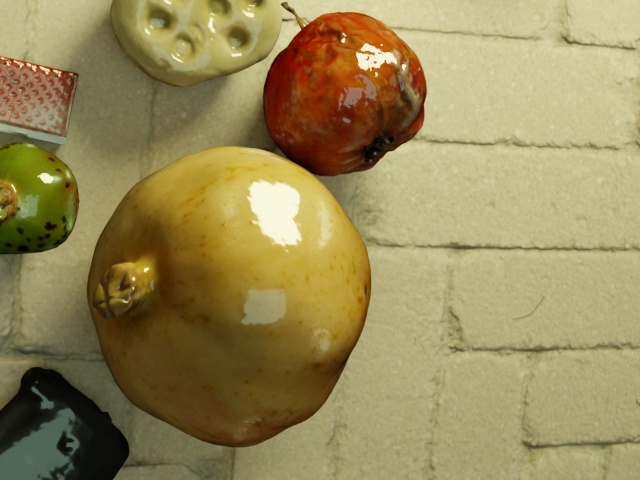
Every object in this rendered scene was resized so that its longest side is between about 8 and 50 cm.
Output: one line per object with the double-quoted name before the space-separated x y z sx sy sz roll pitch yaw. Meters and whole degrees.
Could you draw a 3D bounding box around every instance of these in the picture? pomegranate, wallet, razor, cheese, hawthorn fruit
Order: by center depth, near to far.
"pomegranate" -0.404 -0.051 1.677 0.159 0.205 0.159 1 94 8
"pomegranate" -0.129 0.073 1.692 0.412 0.411 0.411 -4 101 -20
"wallet" -0.434 -0.198 1.729 0.197 0.020 0.103 10 97 -22
"cheese" -0.173 -0.319 1.755 0.235 0.117 0.217 5 97 -20
"razor" -0.434 0.354 1.780 0.204 0.113 0.349 44 83 -19
"hawthorn fruit" 0.019 -0.231 1.799 0.242 0.242 0.271 -25 70 -15

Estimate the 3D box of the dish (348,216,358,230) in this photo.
"dish" 0.000 0.000 1.919 0.137 0.039 0.091 -7 102 -18
